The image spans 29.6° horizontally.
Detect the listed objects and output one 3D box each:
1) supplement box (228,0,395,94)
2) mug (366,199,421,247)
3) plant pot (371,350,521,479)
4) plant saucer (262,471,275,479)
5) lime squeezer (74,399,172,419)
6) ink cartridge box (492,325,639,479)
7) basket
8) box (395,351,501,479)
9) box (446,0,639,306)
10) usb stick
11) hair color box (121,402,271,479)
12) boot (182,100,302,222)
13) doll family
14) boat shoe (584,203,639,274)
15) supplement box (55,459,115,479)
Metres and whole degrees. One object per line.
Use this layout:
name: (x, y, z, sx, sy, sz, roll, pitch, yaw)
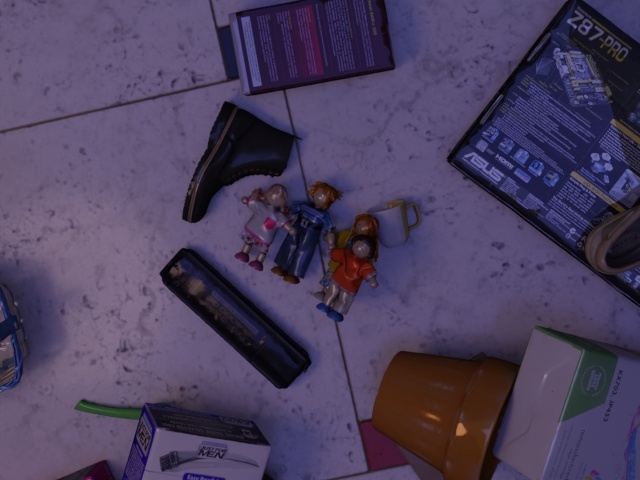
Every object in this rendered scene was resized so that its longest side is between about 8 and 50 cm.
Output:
supplement box: (-0.012, -0.307, 1.872, 0.239, 0.073, 0.130, -9, 95, 4)
mug: (0.117, -0.026, 1.896, 0.078, 0.062, 0.064, -14, 101, 10)
plant pot: (0.187, 0.257, 1.836, 0.188, 0.205, 0.205, 19, 95, 18)
plant saucer: (-0.141, 0.430, 1.934, 0.168, 0.029, 0.168, -3, 103, -13)
lime squeezer: (-0.245, 0.331, 1.937, 0.310, 0.059, 0.110, 40, 94, -2)
ink cartridge box: (0.446, 0.267, 1.793, 0.353, 0.119, 0.207, 15, 95, -32)
basket: (-0.576, 0.162, 1.818, 0.254, 0.289, 0.201, -16, 99, 0)
box: (0.223, 0.298, 1.933, 0.201, 0.021, 0.164, -35, 91, 5)
box: (0.443, -0.130, 1.858, 0.395, 0.097, 0.318, 36, 96, -1)
usb stick: (-0.135, 0.125, 1.923, 0.278, 0.045, 0.077, 42, 102, -1)
hair color box: (-0.217, 0.432, 1.838, 0.185, 0.110, 0.339, 14, 101, -23)
boot: (-0.125, -0.101, 1.894, 0.137, 0.077, 0.198, 22, 96, -5)
doll family: (0.000, 0.000, 1.885, 0.263, 0.118, 0.163, 31, 104, 22)
boat shoe: (0.529, -0.043, 1.767, 0.302, 0.098, 0.109, -31, 95, 3)
supplement box: (-0.427, 0.451, 1.924, 0.220, 0.114, 0.111, -23, 93, 5)
